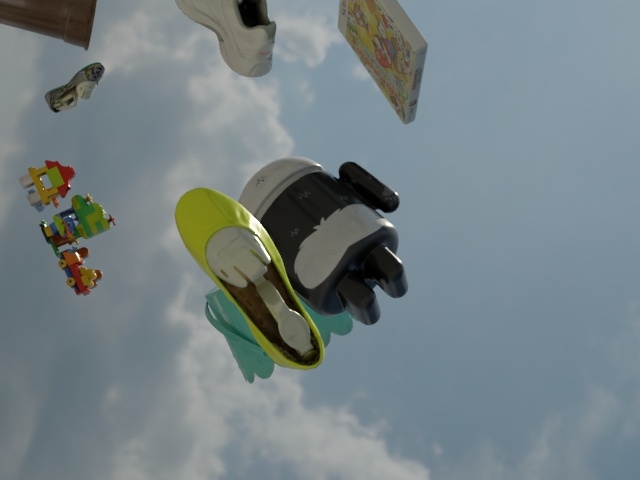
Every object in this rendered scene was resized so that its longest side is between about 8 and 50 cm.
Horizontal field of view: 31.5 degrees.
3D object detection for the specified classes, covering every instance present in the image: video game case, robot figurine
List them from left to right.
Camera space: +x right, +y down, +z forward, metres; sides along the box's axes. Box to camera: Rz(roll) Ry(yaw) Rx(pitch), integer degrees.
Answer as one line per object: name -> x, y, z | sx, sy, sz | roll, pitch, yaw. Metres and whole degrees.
robot figurine -> 0.002, 0.000, 1.655 | 0.278, 0.209, 0.173 | 41, -50, 23
video game case -> 0.093, -0.324, 1.794 | 0.227, 0.026, 0.206 | 58, -15, 23

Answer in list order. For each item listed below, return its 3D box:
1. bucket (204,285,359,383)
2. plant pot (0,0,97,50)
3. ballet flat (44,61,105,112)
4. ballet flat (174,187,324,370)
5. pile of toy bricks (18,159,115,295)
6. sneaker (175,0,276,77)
bucket -> -0.070, 0.122, 2.099 | 0.281, 0.281, 0.183 | -26, -86, 49
plant pot -> -0.461, -0.413, 1.897 | 0.167, 0.165, 0.167 | -173, -90, -74
ballet flat -> -0.351, -0.216, 1.638 | 0.114, 0.041, 0.041 | -26, -131, 28
ballet flat -> -0.063, 0.044, 1.159 | 0.077, 0.231, 0.077 | -36, -159, -8
pile of toy bricks -> -0.374, -0.022, 1.766 | 0.212, 0.105, 0.118 | 64, -7, 9
sneaker -> -0.133, -0.358, 1.685 | 0.232, 0.090, 0.115 | 49, -43, 18
